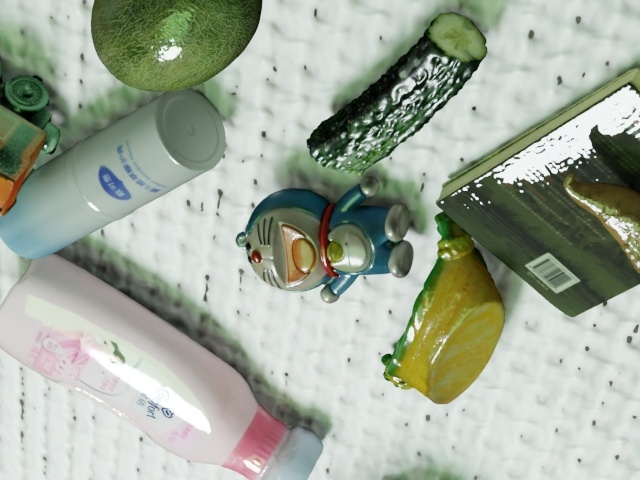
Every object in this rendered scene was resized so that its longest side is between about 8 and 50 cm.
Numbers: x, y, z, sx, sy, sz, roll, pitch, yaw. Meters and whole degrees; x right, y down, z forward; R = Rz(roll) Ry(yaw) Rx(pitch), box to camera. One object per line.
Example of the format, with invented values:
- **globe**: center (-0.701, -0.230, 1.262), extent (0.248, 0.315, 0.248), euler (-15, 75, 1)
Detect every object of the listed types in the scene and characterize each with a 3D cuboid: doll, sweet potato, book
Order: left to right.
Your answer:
- **doll**: center (0.000, 0.000, 1.531), extent (0.151, 0.085, 0.114), euler (2, 110, 17)
- **book**: center (0.216, -0.030, 1.409), extent (0.160, 0.024, 0.228), euler (41, 139, -15)
- **sweet potato**: center (0.263, 0.013, 1.363), extent (0.206, 0.068, 0.060), euler (39, 116, -7)

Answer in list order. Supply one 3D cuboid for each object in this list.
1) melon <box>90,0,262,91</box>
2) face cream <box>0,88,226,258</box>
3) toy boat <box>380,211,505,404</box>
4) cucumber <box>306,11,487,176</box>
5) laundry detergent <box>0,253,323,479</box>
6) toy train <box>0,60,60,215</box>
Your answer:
- **melon**: center (-0.107, -0.174, 1.392), extent (0.114, 0.114, 0.167), euler (45, 139, -16)
- **face cream**: center (-0.188, -0.054, 1.591), extent (0.077, 0.077, 0.250), euler (46, 138, -18)
- **toy boat**: center (0.098, 0.072, 1.553), extent (0.088, 0.089, 0.229), euler (56, 149, 30)
- **cucumber**: center (0.060, -0.108, 1.403), extent (0.058, 0.058, 0.187), euler (39, 141, -10)
- **laundry detergent**: center (-0.155, 0.140, 1.765), extent (0.335, 0.088, 0.159), euler (33, 145, -3)
- **toy train**: center (-0.313, -0.112, 1.579), extent (0.176, 0.118, 0.074), euler (31, 138, -3)
